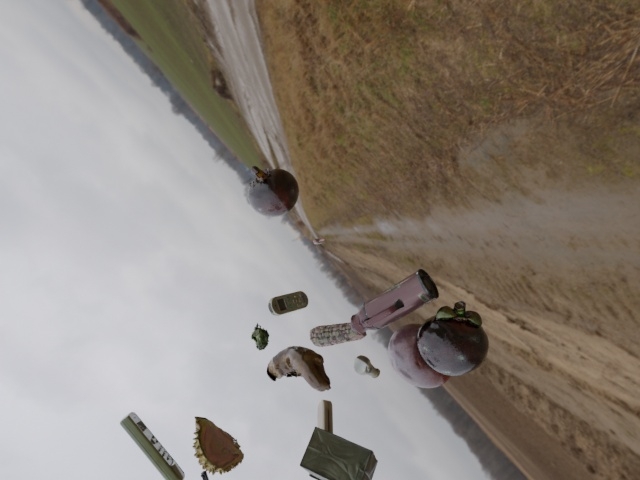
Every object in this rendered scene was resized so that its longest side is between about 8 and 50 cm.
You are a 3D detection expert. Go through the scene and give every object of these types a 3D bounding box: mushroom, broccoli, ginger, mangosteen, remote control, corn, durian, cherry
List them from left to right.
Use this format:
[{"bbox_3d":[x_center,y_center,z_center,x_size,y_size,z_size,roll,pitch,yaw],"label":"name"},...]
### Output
[{"bbox_3d":[-0.453,0.564,1.104,0.233,0.038,0.098,48,158,3],"label":"remote control"},{"bbox_3d":[-0.486,0.953,1.830,0.305,0.185,0.195,55,170,-9],"label":"durian"},{"bbox_3d":[-0.257,0.410,1.731,0.095,0.097,0.092,16,150,27],"label":"broccoli"},{"bbox_3d":[-0.225,-0.237,1.819,0.235,0.235,0.261,47,171,52],"label":"mangosteen"},{"bbox_3d":[-0.135,0.264,1.717,0.221,0.042,0.078,-7,-106,-50],"label":"remote control"},{"bbox_3d":[-0.075,0.427,1.399,0.107,0.133,0.309,38,149,-23],"label":"ginger"},{"bbox_3d":[0.069,0.387,1.705,0.092,0.280,0.092,25,-124,-42],"label":"corn"},{"bbox_3d":[0.265,0.735,2.379,0.118,0.103,0.270,33,175,34],"label":"mushroom"},{"bbox_3d":[0.340,0.413,1.439,0.239,0.206,0.239,18,138,17],"label":"cherry"},{"bbox_3d":[0.400,0.303,1.257,0.216,0.216,0.216,49,179,2],"label":"mangosteen"}]

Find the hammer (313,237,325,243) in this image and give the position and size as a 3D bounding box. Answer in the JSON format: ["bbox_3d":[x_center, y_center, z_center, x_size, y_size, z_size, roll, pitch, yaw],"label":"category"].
[{"bbox_3d":[0.000,0.000,2.281,0.083,0.052,0.031,-17,85,52],"label":"hammer"}]

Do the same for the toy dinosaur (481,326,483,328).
[{"bbox_3d":[0.569,0.378,1.518,0.059,0.132,0.096,32,133,5],"label":"toy dinosaur"}]

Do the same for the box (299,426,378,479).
[{"bbox_3d":[0.068,0.813,1.489,0.231,0.155,0.149,12,145,27],"label":"box"}]

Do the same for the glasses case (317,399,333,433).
[{"bbox_3d":[0.019,0.783,1.740,0.050,0.083,0.196,16,-134,-18],"label":"glasses case"}]

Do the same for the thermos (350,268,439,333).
[{"bbox_3d":[0.233,0.234,1.390,0.109,0.330,0.136,41,-151,-24],"label":"thermos"}]

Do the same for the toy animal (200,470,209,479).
[{"bbox_3d":[-0.476,0.880,1.393,0.117,0.210,0.121,-101,8,-48],"label":"toy animal"}]
